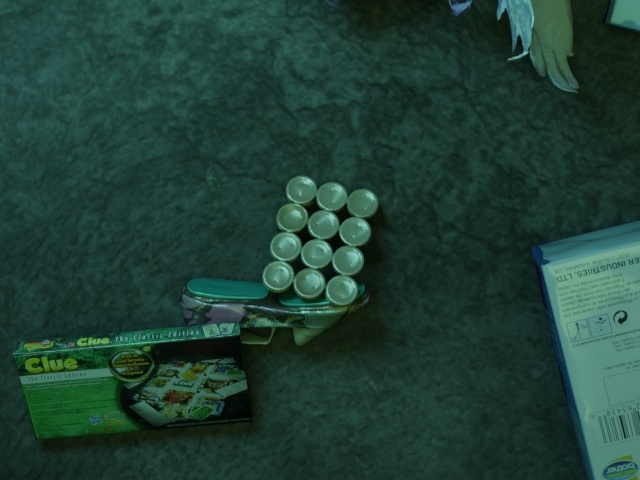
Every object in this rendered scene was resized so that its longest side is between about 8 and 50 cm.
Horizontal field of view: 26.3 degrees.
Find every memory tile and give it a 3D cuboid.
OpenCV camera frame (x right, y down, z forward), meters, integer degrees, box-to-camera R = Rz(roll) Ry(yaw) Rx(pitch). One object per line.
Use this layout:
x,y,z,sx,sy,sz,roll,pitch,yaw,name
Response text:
0.000,0.000,1.563,0.113,0.012,0.148,12,69,8,memory tile

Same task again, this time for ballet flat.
-0.052,0.084,1.591,0.221,0.077,0.079,-1,116,5,ballet flat

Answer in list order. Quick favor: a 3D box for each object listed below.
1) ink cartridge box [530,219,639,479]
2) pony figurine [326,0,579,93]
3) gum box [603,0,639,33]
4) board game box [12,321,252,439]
0.415,0.172,1.545,0.270,0.151,0.395,-14,96,8,ink cartridge box
0.165,-0.344,1.453,0.363,0.303,0.351,2,89,15,pony figurine
0.431,-0.299,1.547,0.184,0.041,0.157,14,97,-2,gum box
-0.215,0.165,1.590,0.260,0.030,0.136,-4,127,1,board game box
